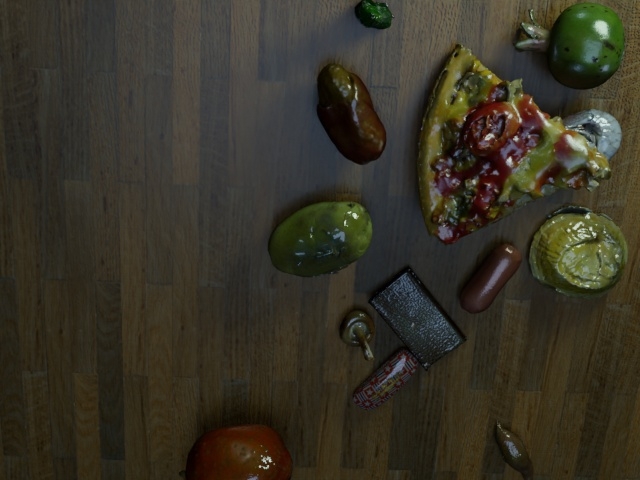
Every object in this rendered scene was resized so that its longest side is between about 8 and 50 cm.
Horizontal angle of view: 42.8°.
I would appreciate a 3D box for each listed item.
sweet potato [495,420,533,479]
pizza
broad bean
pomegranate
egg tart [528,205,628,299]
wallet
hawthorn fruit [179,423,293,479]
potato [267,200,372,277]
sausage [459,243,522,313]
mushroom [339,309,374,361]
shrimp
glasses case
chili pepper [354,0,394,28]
[{"bbox_3d":[0.512,0.567,2.118,0.068,0.068,0.226,-30,108,9],"label":"sweet potato"},{"bbox_3d":[0.403,-0.195,1.722,0.406,0.130,0.440,7,94,24],"label":"pizza"},{"bbox_3d":[0.060,-0.272,1.769,0.122,0.156,0.228,-29,113,5],"label":"broad bean"},{"bbox_3d":[0.527,-0.417,1.731,0.224,0.181,0.181,12,110,17],"label":"pomegranate"},{"bbox_3d":[0.616,0.041,1.927,0.232,0.098,0.252,-35,103,6],"label":"egg tart"},{"bbox_3d":[0.237,0.192,1.992,0.133,0.039,0.243,-40,107,2],"label":"wallet"},{"bbox_3d":[-0.211,0.582,2.008,0.300,0.275,0.275,0,110,13],"label":"hawthorn fruit"},{"bbox_3d":[0.000,0.000,1.867,0.248,0.143,0.169,-18,102,5],"label":"potato"},{"bbox_3d":[0.404,0.092,1.947,0.077,0.077,0.194,31,106,-11],"label":"sausage"},{"bbox_3d":[0.095,0.237,1.983,0.088,0.073,0.129,-17,75,-10],"label":"mushroom"},{"bbox_3d":[0.489,-0.214,1.816,0.343,0.116,0.145,-9,112,14],"label":"shrimp"},{"bbox_3d":[0.166,0.353,2.042,0.073,0.049,0.194,41,103,-14],"label":"glasses case"},{"bbox_3d":[0.111,-0.459,1.667,0.088,0.227,0.059,17,108,-3],"label":"chili pepper"}]
